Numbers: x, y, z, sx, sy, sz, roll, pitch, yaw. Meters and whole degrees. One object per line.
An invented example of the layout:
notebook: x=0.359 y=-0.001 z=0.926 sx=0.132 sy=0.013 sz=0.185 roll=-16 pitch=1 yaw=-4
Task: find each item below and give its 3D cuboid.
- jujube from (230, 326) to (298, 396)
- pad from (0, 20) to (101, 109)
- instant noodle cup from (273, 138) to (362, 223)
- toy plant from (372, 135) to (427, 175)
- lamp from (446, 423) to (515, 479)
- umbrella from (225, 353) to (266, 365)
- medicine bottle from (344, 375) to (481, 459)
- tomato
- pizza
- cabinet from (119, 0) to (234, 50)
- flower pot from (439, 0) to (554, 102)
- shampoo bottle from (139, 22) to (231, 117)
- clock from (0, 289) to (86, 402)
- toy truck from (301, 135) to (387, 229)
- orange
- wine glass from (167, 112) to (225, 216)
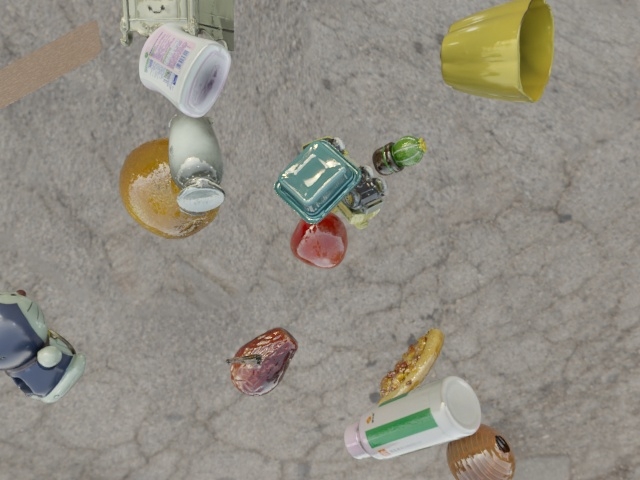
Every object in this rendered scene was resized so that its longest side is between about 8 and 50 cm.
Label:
jujube: x=-0.190 y=0.410 z=1.747 sx=0.255 sy=0.190 sz=0.190 roll=-49 pitch=122 yaw=1
pad: x=-0.568 y=-0.358 z=1.046 sx=0.266 sy=0.176 sz=0.002 roll=-28 pitch=140 yaw=1
instant noodle cup: x=-0.012 y=-0.147 z=1.189 sx=0.179 sy=0.157 sz=0.070 roll=-45 pitch=157 yaw=-3
toy plant: x=0.237 y=-0.254 z=1.515 sx=0.162 sy=0.093 sz=0.093 roll=-21 pitch=131 yaw=36
lamp: x=0.323 y=0.439 z=1.031 sx=0.136 sy=0.136 sz=0.137 roll=-3 pitch=130 yaw=-4
umbrella: x=-0.135 y=0.214 z=0.921 sx=0.083 sy=0.020 sz=0.031 roll=-6 pitch=159 yaw=24
medicine bottle: x=0.143 y=0.309 z=0.860 sx=0.095 sy=0.095 sz=0.260 roll=27 pitch=136 yaw=-26
tomato: x=0.000 y=0.000 z=1.512 sx=0.186 sy=0.151 sz=0.187 roll=7 pitch=112 yaw=17
pizza: x=0.208 y=0.308 z=1.206 sx=0.058 sy=0.127 sz=0.246 roll=43 pitch=90 yaw=0
cabinet: x=-0.426 y=-0.735 z=1.516 sx=0.289 sy=0.227 sz=0.318 roll=10 pitch=108 yaw=21
flower pot: x=0.347 y=-0.374 z=1.022 sx=0.179 sy=0.195 sz=0.195 roll=13 pitch=143 yaw=39
shampoo bottle: x=-0.138 y=-0.170 z=0.501 sx=0.043 sy=0.099 sz=0.072 roll=16 pitch=105 yaw=-54
clock: x=-0.573 y=0.202 z=0.982 sx=0.199 sy=0.147 sz=0.243 roll=6 pitch=139 yaw=36
toy truck: x=0.057 y=-0.153 z=1.411 sx=0.124 sy=0.272 sz=0.157 roll=-26 pitch=150 yaw=-29
orange: x=-0.401 y=-0.139 z=1.381 sx=0.274 sy=0.274 sz=0.274 roll=-3 pitch=130 yaw=-4
wine glass: x=-0.259 y=-0.164 z=1.063 sx=0.111 sy=0.205 sz=0.111 roll=-10 pitch=154 yaw=-5
